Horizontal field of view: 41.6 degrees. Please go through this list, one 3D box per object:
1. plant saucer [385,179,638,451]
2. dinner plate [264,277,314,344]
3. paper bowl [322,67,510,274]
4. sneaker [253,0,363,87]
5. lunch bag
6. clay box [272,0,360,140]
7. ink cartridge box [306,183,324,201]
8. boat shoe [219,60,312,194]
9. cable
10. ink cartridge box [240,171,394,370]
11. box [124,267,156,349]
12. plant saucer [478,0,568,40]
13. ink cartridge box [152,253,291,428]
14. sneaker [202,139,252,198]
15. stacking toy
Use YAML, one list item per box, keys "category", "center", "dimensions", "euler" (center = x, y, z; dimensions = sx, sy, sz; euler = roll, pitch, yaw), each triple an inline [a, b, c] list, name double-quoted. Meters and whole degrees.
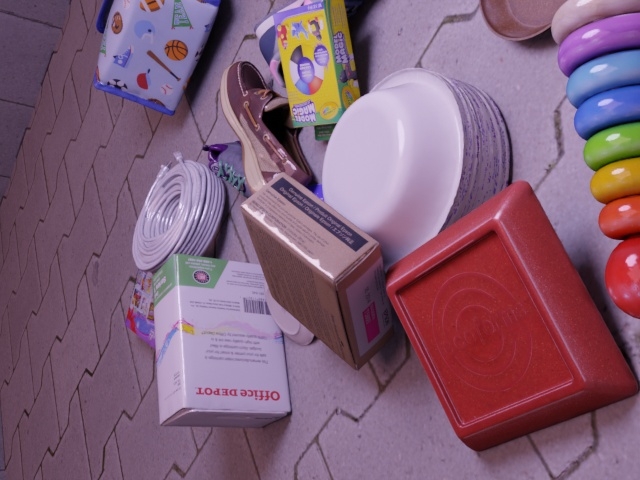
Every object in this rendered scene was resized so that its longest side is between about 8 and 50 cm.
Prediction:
- category: "plant saucer"
  center: [0.193, 0.102, 0.974]
  dimensions: [0.258, 0.047, 0.259]
  euler: [-38, 72, 46]
- category: "dinner plate"
  center: [-0.058, 0.114, 1.415]
  dimensions: [0.141, 0.017, 0.141]
  euler: [35, 138, 39]
- category: "paper bowl"
  center: [0.110, -0.093, 1.152]
  dimensions: [0.284, 0.148, 0.284]
  euler: [-21, 64, 52]
- category: "sneaker"
  center: [0.010, -0.369, 1.449]
  dimensions: [0.319, 0.112, 0.131]
  euler: [-22, 85, 53]
- category: "lunch bag"
  center: [-0.379, -0.545, 1.973]
  dimensions: [0.328, 0.239, 0.385]
  euler: [-56, 24, 34]
- category: "clay box"
  center: [-0.002, -0.272, 1.379]
  dimensions: [0.127, 0.053, 0.222]
  euler: [2, 106, 48]
- category: "ink cartridge box"
  center: [0.000, 0.000, 1.392]
  dimensions: [0.206, 0.045, 0.208]
  euler: [-3, 78, 58]
- category: "boat shoe"
  center: [-0.089, -0.216, 1.538]
  dimensions: [0.123, 0.123, 0.342]
  euler: [-38, 49, 28]
- category: "cable"
  center: [-0.302, -0.045, 1.781]
  dimensions: [0.257, 0.089, 0.257]
  euler: [-60, 33, 3]
- category: "ink cartridge box"
  center: [0.001, 0.046, 1.172]
  dimensions: [0.193, 0.088, 0.235]
  euler: [37, 157, 31]
- category: "box"
  center: [-0.346, 0.133, 1.883]
  dimensions: [0.293, 0.057, 0.201]
  euler: [19, 96, 57]
- category: "plant saucer"
  center: [0.279, -0.344, 1.057]
  dimensions: [0.198, 0.036, 0.199]
  euler: [-22, 63, 53]
- category: "ink cartridge box"
  center: [-0.176, 0.180, 1.469]
  dimensions: [0.117, 0.201, 0.278]
  euler: [-39, 51, 47]
- category: "sneaker"
  center: [-0.159, -0.118, 1.611]
  dimensions: [0.224, 0.098, 0.083]
  euler: [-123, 35, -50]
- category: "stacking toy"
  center: [0.316, -0.084, 0.850]
  dimensions: [0.141, 0.141, 0.330]
  euler: [-15, 73, 55]
